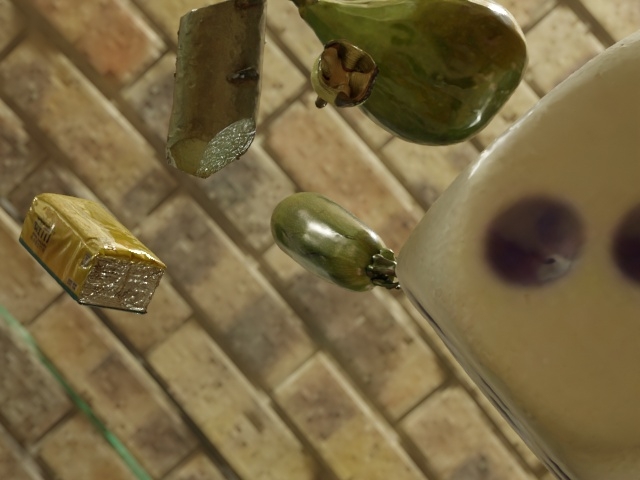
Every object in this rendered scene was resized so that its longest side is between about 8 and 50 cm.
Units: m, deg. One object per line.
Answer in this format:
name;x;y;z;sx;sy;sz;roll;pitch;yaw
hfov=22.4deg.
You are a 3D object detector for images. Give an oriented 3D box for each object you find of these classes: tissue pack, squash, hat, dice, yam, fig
tissue pack;-0.289;0.014;2.045;0.120;0.082;0.169;13;19;-44
squash;-0.001;-0.003;1.561;0.318;0.071;0.080;-156;-133;-71
hat;0.024;-0.195;1.947;0.076;0.059;0.077;29;62;-10
dice;0.252;0.030;1.219;0.277;0.304;0.304;49;-1;12
yam;-0.076;-0.116;1.210;0.069;0.146;0.070;6;10;-1
fig;0.128;-0.269;2.206;0.314;0.233;0.233;43;12;15
